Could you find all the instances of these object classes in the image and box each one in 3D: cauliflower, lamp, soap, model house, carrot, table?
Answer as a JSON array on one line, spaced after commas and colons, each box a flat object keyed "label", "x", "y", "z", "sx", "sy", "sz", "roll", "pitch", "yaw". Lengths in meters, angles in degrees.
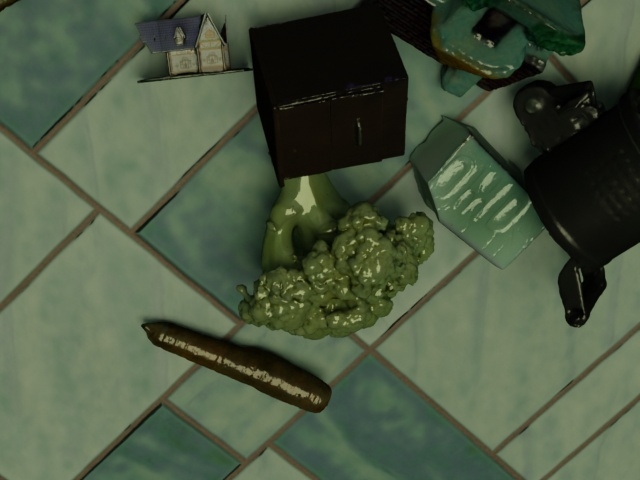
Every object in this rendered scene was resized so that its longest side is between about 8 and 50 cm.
[{"label": "cauliflower", "x": 0.014, "y": 0.017, "z": 1.762, "sx": 0.327, "sy": 0.260, "sz": 0.281, "roll": -34, "pitch": 123, "yaw": -18}, {"label": "lamp", "x": 0.461, "y": -0.087, "z": 1.775, "sx": 0.272, "sy": 0.205, "sz": 0.374, "roll": -14, "pitch": 101, "yaw": 29}, {"label": "soap", "x": 0.247, "y": -0.078, "z": 1.858, "sx": 0.230, "sy": 0.091, "sz": 0.145, "roll": 36, "pitch": 103, "yaw": -25}, {"label": "model house", "x": 0.197, "y": -0.323, "z": 1.685, "sx": 0.280, "sy": 0.230, "sz": 0.249, "roll": 28, "pitch": 131, "yaw": -19}, {"label": "carrot", "x": -0.137, "y": 0.199, "z": 1.927, "sx": 0.342, "sy": 0.070, "sz": 0.070, "roll": 24, "pitch": 108, "yaw": -15}, {"label": "table", "x": 0.014, "y": -0.206, "z": 1.674, "sx": 0.193, "sy": 0.172, "sz": 0.169, "roll": -12, "pitch": 144, "yaw": -7}, {"label": "model house", "x": -0.185, "y": -0.277, "z": 1.679, "sx": 0.167, "sy": 0.117, "sz": 0.088, "roll": -7, "pitch": 100, "yaw": -6}]

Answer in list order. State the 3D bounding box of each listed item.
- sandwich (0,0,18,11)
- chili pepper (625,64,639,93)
[{"label": "sandwich", "x": -0.396, "y": -0.451, "z": 1.552, "sx": 0.273, "sy": 0.095, "sz": 0.249, "roll": -25, "pitch": 117, "yaw": 0}, {"label": "chili pepper", "x": 0.522, "y": -0.253, "z": 1.838, "sx": 0.085, "sy": 0.076, "sz": 0.359, "roll": 4, "pitch": 120, "yaw": -15}]
